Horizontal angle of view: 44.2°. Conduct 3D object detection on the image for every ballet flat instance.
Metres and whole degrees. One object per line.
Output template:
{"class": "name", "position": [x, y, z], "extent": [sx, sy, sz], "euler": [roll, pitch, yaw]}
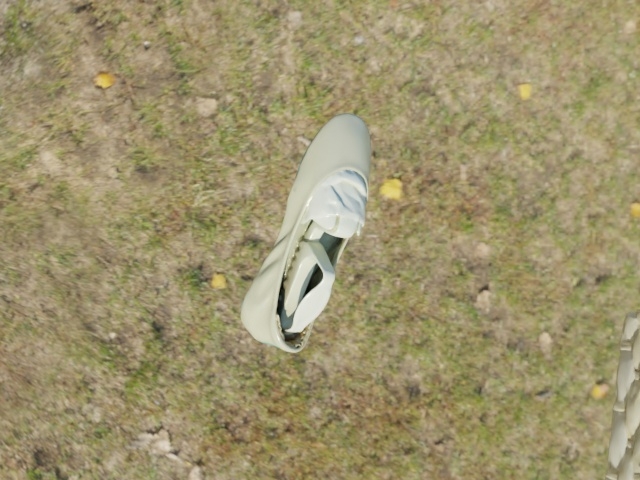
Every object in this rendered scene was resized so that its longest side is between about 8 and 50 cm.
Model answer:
{"class": "ballet flat", "position": [0.000, 0.000, 0.774], "extent": [0.086, 0.086, 0.248], "euler": [14, 107, -33]}

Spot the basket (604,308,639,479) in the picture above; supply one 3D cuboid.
{"class": "basket", "position": [0.451, 0.222, 0.675], "extent": [0.266, 0.328, 0.331], "euler": [20, 74, -21]}
